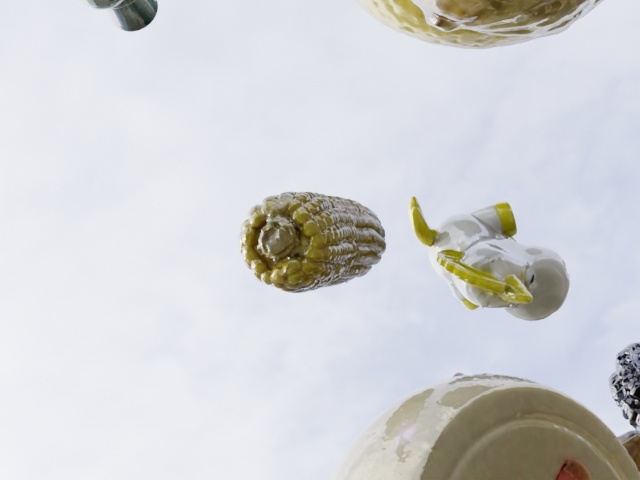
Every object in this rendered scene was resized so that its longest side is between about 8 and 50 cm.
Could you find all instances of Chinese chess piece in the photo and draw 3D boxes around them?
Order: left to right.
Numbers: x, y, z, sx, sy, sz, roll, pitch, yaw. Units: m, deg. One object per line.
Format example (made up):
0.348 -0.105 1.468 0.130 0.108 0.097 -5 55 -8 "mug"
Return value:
0.120 0.223 0.727 0.273 0.273 0.102 7 -20 -37 "Chinese chess piece"

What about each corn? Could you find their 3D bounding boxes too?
0.000 0.000 0.871 0.080 0.080 0.231 -48 -11 12 "corn"

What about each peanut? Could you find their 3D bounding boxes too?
0.145 -0.215 0.845 0.159 0.140 0.109 -7 -61 -27 "peanut"

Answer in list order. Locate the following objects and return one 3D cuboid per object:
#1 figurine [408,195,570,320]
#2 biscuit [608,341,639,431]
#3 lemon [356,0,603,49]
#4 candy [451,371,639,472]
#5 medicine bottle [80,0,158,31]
0.149 0.025 0.964 0.129 0.178 0.109 21 -76 -26 "figurine"
0.332 0.150 0.908 0.194 0.194 0.053 10 -69 -38 "biscuit"
0.156 -0.340 1.047 0.336 0.336 0.336 -18 -46 -19 "lemon"
0.242 0.244 1.214 0.101 0.271 0.143 20 -90 -53 "candy"
-0.171 -0.222 0.794 0.053 0.090 0.208 -13 -20 6 "medicine bottle"
